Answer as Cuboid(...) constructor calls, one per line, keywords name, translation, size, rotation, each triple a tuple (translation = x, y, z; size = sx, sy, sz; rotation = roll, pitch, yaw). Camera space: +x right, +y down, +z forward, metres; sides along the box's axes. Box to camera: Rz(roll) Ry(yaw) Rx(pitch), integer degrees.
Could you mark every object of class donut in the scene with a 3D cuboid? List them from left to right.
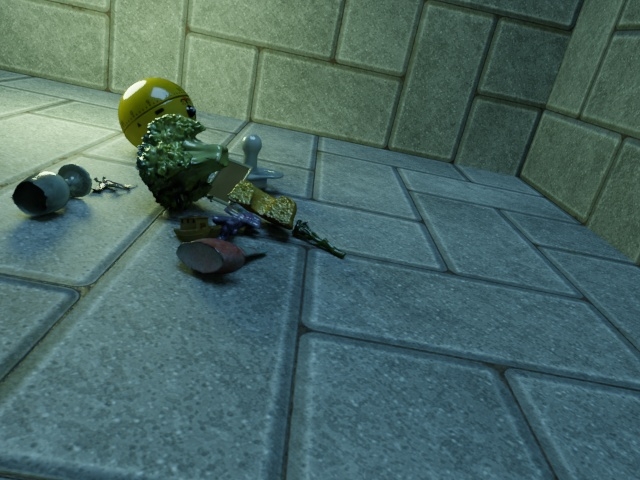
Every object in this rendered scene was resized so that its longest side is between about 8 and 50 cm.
Cuboid(name="donut", translation=(-0.182, -0.113, 1.689), size=(0.258, 0.101, 0.152), rotation=(22, -9, 17))

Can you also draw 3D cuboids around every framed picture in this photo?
Cuboid(name="framed picture", translation=(-0.356, -0.227, 1.872), size=(0.141, 0.183, 0.011), rotation=(23, -16, 24))

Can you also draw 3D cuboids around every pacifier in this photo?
Cuboid(name="pacifier", translation=(-0.298, -0.326, 2.014), size=(0.299, 0.233, 0.244), rotation=(-9, 27, -42))

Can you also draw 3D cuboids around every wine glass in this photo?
Cuboid(name="wine glass", translation=(-0.812, -0.157, 1.486), size=(0.126, 0.127, 0.241), rotation=(12, 20, -1))

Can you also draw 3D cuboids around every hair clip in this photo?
Cuboid(name="hair clip", translation=(-0.266, -0.057, 1.579), size=(0.137, 0.091, 0.278), rotation=(23, 24, 10))

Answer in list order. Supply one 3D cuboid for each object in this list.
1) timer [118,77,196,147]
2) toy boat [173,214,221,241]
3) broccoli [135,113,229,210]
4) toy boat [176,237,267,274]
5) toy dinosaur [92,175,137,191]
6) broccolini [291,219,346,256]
Cuboid(name="timer", translation=(-0.704, -0.523, 2.197), size=(0.387, 0.376, 0.376), rotation=(57, 25, -6))
Cuboid(name="toy boat", translation=(-0.363, -0.037, 1.434), size=(0.200, 0.077, 0.057), rotation=(4, 6, 44))
Cuboid(name="broccoli", translation=(-0.454, -0.268, 1.677), size=(0.280, 0.293, 0.348), rotation=(-1, 55, 16))
Cuboid(name="toy boat", translation=(-0.265, 0.033, 1.395), size=(0.205, 0.096, 0.282), rotation=(6, 8, 26))
Cuboid(name="toy dinosaur", translation=(-0.753, -0.200, 1.739), size=(0.108, 0.032, 0.220), rotation=(22, 22, 30))
Cuboid(name="broccolini", translation=(-0.001, 0.002, 1.651), size=(0.216, 0.058, 0.067), rotation=(31, 69, 23))
